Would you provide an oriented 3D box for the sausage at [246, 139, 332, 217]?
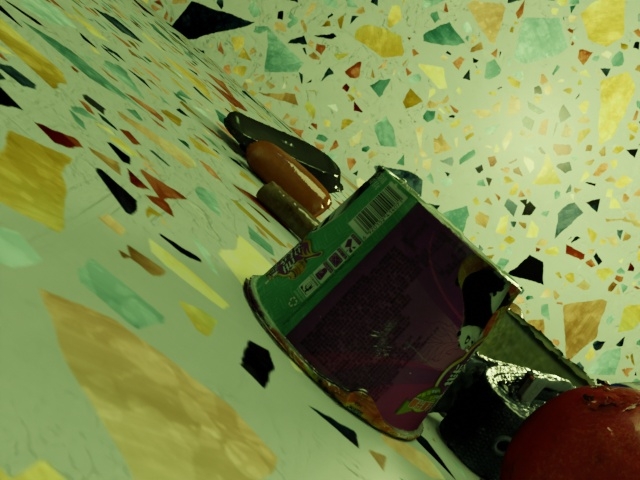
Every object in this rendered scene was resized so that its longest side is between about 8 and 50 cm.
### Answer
[{"bbox_3d":[-0.064,-0.120,1.460,0.197,0.076,0.076,41,8,9],"label":"sausage"}]

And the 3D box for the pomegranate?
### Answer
[{"bbox_3d":[0.271,0.241,0.676,0.235,0.210,0.210,52,7,-7],"label":"pomegranate"}]

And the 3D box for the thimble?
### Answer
[{"bbox_3d":[0.327,0.237,1.135,0.270,0.150,0.271,40,8,-7],"label":"thimble"}]

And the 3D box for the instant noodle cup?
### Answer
[{"bbox_3d":[0.075,0.052,0.801,0.251,0.190,0.251,40,9,-8],"label":"instant noodle cup"}]

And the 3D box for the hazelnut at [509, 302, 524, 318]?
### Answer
[{"bbox_3d":[0.394,0.205,1.729,0.150,0.150,0.150,40,8,-7],"label":"hazelnut"}]

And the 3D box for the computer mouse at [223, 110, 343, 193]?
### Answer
[{"bbox_3d":[-0.085,-0.173,1.623,0.295,0.087,0.168,25,20,-19],"label":"computer mouse"}]

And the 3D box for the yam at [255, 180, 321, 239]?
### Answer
[{"bbox_3d":[0.000,0.000,1.230,0.264,0.046,0.046,42,8,15],"label":"yam"}]

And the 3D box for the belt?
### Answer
[{"bbox_3d":[0.245,0.207,0.906,0.218,0.128,0.122,20,24,-45],"label":"belt"}]

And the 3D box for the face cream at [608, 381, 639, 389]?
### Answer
[{"bbox_3d":[0.517,0.336,1.245,0.111,0.206,0.206,-2,23,-14],"label":"face cream"}]
